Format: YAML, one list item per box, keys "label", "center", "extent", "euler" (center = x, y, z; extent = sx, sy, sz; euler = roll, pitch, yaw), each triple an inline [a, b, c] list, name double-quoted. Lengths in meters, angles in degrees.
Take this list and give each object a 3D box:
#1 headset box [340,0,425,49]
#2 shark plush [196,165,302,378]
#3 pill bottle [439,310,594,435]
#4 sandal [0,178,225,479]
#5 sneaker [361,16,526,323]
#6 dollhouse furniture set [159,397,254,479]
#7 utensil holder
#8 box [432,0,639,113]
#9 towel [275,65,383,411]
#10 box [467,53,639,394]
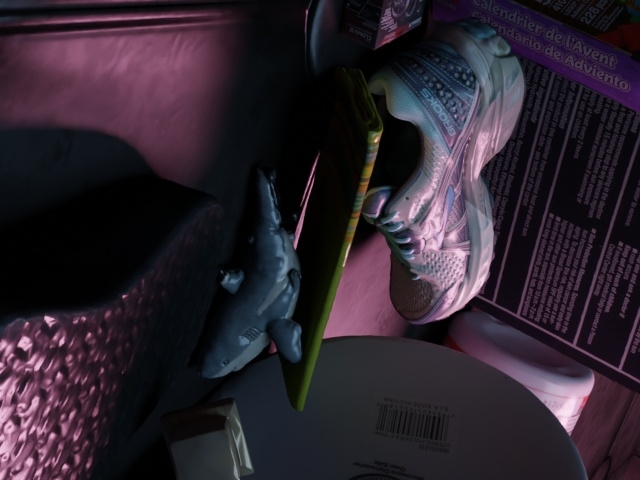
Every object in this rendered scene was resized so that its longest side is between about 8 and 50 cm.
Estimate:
- label: "headset box"
  center: [0.048, -0.176, 0.978]
  extent: [0.062, 0.032, 0.083]
  euler: [-35, 146, -44]
- label: "shark plush"
  center: [-0.045, 0.029, 0.995]
  extent: [0.067, 0.073, 0.161]
  euler: [-4, 132, -26]
- label: "pill bottle"
  center: [0.159, 0.232, 1.484]
  extent: [0.161, 0.161, 0.283]
  euler: [-6, 121, -62]
- label: "sandal"
  center: [-0.166, 0.072, 0.717]
  extent: [0.446, 0.107, 0.167]
  euler: [-44, 150, -71]
- label: "sneaker"
  center: [0.067, -0.041, 1.114]
  extent: [0.122, 0.110, 0.283]
  euler: [-23, 136, -29]
- label: "dollhouse furniture set"
  center: [-0.160, 0.279, 0.915]
  extent: [0.174, 0.303, 0.355]
  euler: [-101, 179, -77]
- label: "utensil holder"
  center: [0.034, 0.317, 1.136]
  extent: [0.328, 0.328, 0.385]
  euler: [-39, 146, -40]
- label: "box"
  center: [0.251, -0.236, 1.107]
  extent: [0.293, 0.201, 0.057]
  euler: [-47, 153, -29]
- label: "towel"
  center: [0.000, 0.000, 1.019]
  extent: [0.102, 0.021, 0.237]
  euler: [-104, -155, -58]
- label: "box"
  center: [0.266, -0.053, 1.223]
  extent: [0.183, 0.294, 0.296]
  euler: [-37, 147, -43]
